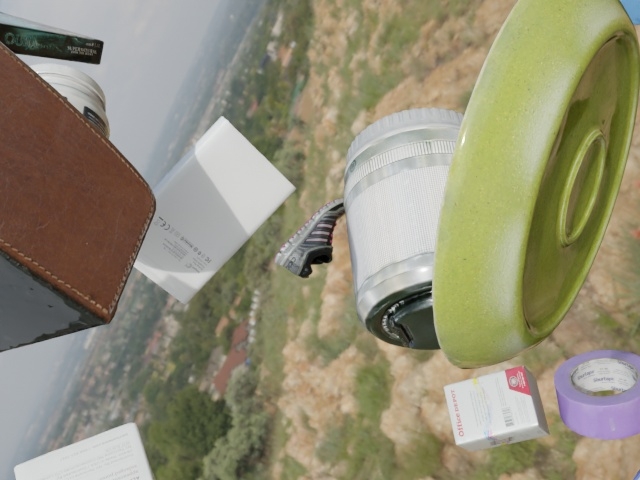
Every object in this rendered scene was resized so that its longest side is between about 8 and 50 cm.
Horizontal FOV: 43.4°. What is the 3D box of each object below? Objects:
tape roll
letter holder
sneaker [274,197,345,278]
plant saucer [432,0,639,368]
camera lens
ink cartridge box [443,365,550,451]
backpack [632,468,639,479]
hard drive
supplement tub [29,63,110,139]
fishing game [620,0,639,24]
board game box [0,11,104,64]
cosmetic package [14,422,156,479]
[{"bbox_3d":[0.556,0.296,1.564,0.189,0.188,0.080,-99,-6,-67],"label":"tape roll"},{"bbox_3d":[-0.270,-0.093,0.576,0.152,0.302,0.215,-16,44,37],"label":"letter holder"},{"bbox_3d":[0.000,0.000,1.332,0.170,0.075,0.063,-45,-2,-29],"label":"sneaker"},{"bbox_3d":[0.136,-0.034,0.464,0.241,0.037,0.241,-36,-45,-47],"label":"plant saucer"},{"bbox_3d":[0.145,-0.008,1.070,0.219,0.219,0.274,-49,39,49],"label":"camera lens"},{"bbox_3d":[0.366,0.354,1.675,0.176,0.127,0.128,-18,62,19],"label":"ink cartridge box"},{"bbox_3d":[0.545,0.353,1.053,0.277,0.213,0.263,54,145,28],"label":"backpack"},{"bbox_3d":[-0.249,-0.058,1.706,0.353,0.233,0.047,-46,34,0],"label":"hard drive"},{"bbox_3d":[-0.457,-0.140,1.352,0.191,0.191,0.272,131,144,-49],"label":"supplement tub"},{"bbox_3d":[0.359,-0.321,0.875,0.041,0.264,0.189,-42,-27,-22],"label":"fishing game"},{"bbox_3d":[-0.320,-0.207,0.773,0.126,0.186,0.026,-11,-62,-60],"label":"board game box"},{"bbox_3d":[-0.209,0.426,0.884,0.217,0.156,0.385,85,159,-44],"label":"cosmetic package"}]
